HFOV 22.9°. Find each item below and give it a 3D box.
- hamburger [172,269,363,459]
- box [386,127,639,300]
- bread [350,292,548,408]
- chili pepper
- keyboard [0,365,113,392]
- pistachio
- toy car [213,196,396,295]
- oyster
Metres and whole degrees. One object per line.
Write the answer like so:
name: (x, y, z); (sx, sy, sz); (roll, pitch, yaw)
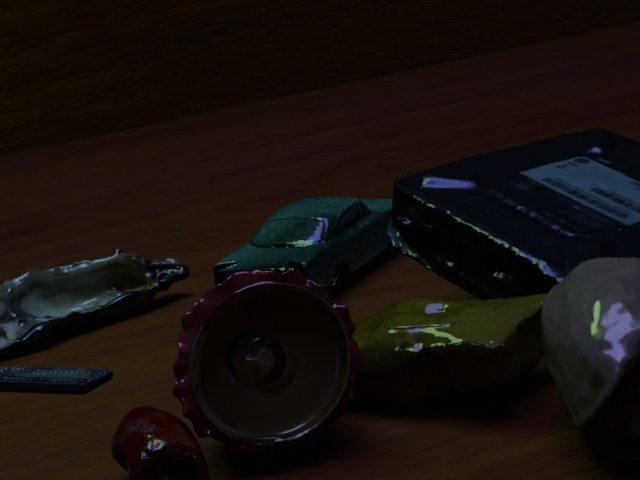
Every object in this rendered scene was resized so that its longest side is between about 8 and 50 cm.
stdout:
hamburger: (-0.050, 0.109, 1.429); (0.175, 0.175, 0.137); (-11, -1, -7)
box: (0.292, -0.019, 1.696); (0.350, 0.091, 0.359); (-17, 32, -32)
bread: (0.113, 0.104, 1.505); (0.233, 0.088, 0.161); (-2, 9, 38)
chili pepper: (-0.143, 0.184, 1.371); (0.073, 0.070, 0.123); (-29, 19, -12)
keyboard: (-0.315, 0.153, 1.747); (0.176, 0.014, 0.055); (-1, 12, 30)
pistachio: (0.254, 0.098, 1.311); (0.157, 0.157, 0.229); (-7, 18, 7)
toy car: (0.000, 0.000, 1.999); (0.141, 0.097, 0.320); (-1, 15, 28)
oyster: (-0.318, 0.081, 1.952); (0.345, 0.078, 0.128); (-14, 35, -30)
